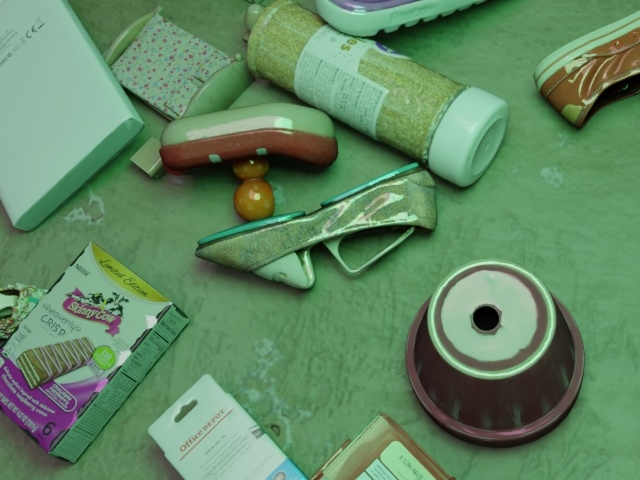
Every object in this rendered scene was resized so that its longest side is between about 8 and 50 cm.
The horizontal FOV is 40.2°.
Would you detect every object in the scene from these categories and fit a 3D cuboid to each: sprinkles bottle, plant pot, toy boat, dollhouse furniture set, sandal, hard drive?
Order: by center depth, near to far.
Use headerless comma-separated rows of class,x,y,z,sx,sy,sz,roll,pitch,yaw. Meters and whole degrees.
plant pot,0.188,0.112,0.955,0.201,0.180,0.201,-4,66,10
toy boat,-0.089,-0.098,1.153,0.231,0.151,0.151,-8,95,10
sprinkles bottle,0.068,-0.200,1.155,0.355,0.121,0.121,31,76,23
sandal,0.178,-0.395,1.176,0.416,0.102,0.169,-34,63,-23
dollhouse furniture set,-0.247,-0.323,1.252,0.303,0.174,0.355,34,77,24
hard drive,-0.422,-0.218,1.286,0.233,0.047,0.353,-40,62,10

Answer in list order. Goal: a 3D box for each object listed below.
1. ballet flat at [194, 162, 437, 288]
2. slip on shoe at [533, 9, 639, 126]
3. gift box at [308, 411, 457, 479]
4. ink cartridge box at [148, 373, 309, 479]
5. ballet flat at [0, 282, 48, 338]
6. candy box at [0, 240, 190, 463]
ballet flat,0.000,0.000,1.096,0.316,0.107,0.106,-19,89,6
slip on shoe,0.437,-0.244,1.100,0.331,0.123,0.101,-26,75,5
gift box,0.060,0.330,0.830,0.276,0.258,0.255,-37,78,-22
ink cartridge box,-0.104,0.256,1.022,0.104,0.060,0.180,-43,65,-8
ballet flat,-0.477,0.100,1.168,0.241,0.077,0.091,-15,65,6
candy box,-0.303,0.139,1.114,0.159,0.071,0.233,32,76,24
